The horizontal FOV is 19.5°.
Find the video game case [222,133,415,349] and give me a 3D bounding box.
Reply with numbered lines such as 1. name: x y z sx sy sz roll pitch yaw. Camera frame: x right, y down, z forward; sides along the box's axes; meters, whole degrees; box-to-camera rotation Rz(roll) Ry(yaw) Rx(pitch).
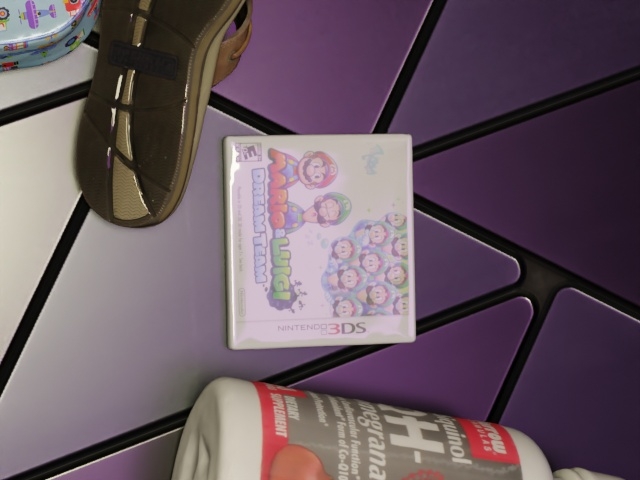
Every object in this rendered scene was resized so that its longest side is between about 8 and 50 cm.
1. video game case: 0.000 0.000 1.375 0.143 0.019 0.157 -2 91 -15

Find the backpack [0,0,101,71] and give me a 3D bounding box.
1. backpack: -0.222 -0.203 1.266 0.158 0.117 0.173 -10 96 -13

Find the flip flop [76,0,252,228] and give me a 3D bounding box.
1. flip flop: -0.095 -0.142 1.317 0.112 0.080 0.277 20 101 24

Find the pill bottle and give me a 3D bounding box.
1. pill bottle: 0.060 0.207 1.314 0.318 0.176 0.176 11 88 -15
